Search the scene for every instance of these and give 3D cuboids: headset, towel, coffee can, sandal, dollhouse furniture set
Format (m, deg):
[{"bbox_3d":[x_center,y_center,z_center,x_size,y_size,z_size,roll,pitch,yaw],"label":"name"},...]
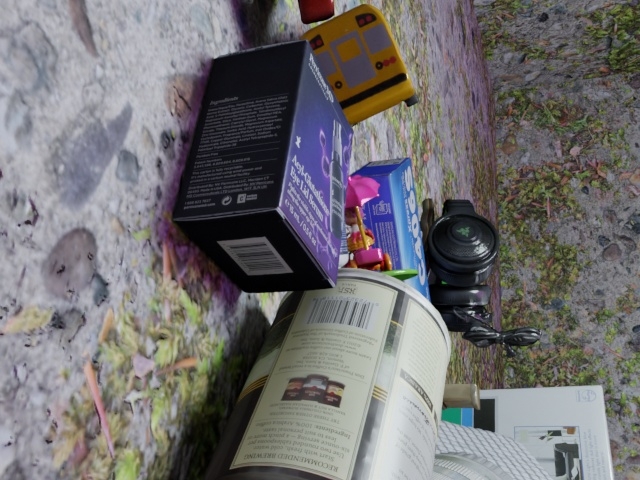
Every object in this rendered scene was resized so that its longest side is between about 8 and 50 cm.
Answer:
[{"bbox_3d":[0.290,0.074,1.302,0.394,0.185,0.243,-78,167,-63],"label":"headset"},{"bbox_3d":[0.246,0.389,1.073,0.284,0.235,0.121,-131,-121,-76],"label":"towel"},{"bbox_3d":[0.013,0.187,0.666,0.275,0.201,0.202,-66,145,-52],"label":"coffee can"},{"bbox_3d":[0.199,-0.006,1.411,0.090,0.060,0.219,80,17,-44],"label":"sandal"},{"bbox_3d":[0.119,0.240,0.964,0.161,0.181,0.101,50,40,-57],"label":"dollhouse furniture set"},{"bbox_3d":[0.216,0.102,1.475,0.179,0.040,0.067,-58,135,-36],"label":"sandal"}]

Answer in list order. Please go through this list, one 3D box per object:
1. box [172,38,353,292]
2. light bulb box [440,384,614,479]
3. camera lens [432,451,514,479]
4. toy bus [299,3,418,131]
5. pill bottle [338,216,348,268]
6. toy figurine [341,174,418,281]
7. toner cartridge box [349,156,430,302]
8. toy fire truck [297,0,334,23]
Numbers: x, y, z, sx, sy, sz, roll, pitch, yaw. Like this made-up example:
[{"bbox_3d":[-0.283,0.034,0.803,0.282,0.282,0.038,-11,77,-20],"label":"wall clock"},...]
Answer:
[{"bbox_3d":[-0.047,-0.071,0.702,0.153,0.108,0.207,54,37,-53],"label":"box"},{"bbox_3d":[0.396,0.483,1.395,0.225,0.361,0.358,-78,153,-42],"label":"light bulb box"},{"bbox_3d":[0.113,0.380,0.792,0.274,0.219,0.219,-6,91,-53],"label":"camera lens"},{"bbox_3d":[0.053,-0.222,0.924,0.130,0.108,0.333,64,10,-10],"label":"toy bus"},{"bbox_3d":[0.000,0.000,0.867,0.067,0.067,0.120,-6,90,-70],"label":"pill bottle"},{"bbox_3d":[0.056,-0.012,0.989,0.173,0.130,0.159,93,-14,-79],"label":"toy figurine"},{"bbox_3d":[0.127,0.043,1.186,0.165,0.075,0.348,-40,123,-64],"label":"toner cartridge box"},{"bbox_3d":[-0.025,-0.407,0.796,0.254,0.169,0.302,-92,172,-72],"label":"toy fire truck"}]
